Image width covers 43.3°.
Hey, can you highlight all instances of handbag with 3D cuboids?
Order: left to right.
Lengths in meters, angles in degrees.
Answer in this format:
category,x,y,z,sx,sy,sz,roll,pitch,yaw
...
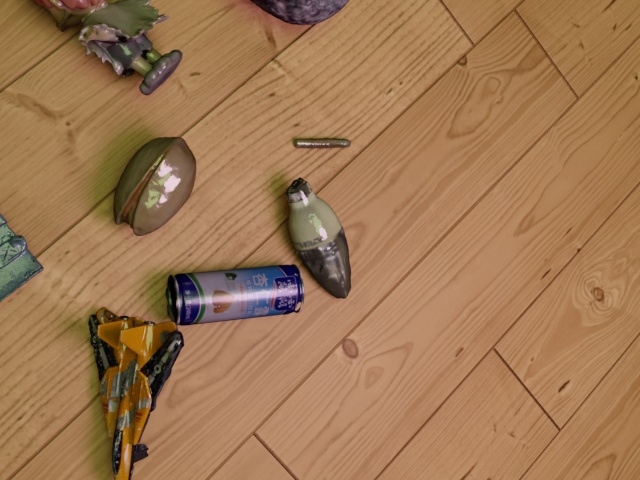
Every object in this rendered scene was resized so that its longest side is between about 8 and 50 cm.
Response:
category,x,y,z,sx,sy,sz,roll,pitch,yaw
handbag,-0.583,0.004,1.312,0.179,0.062,0.229,-43,102,-21

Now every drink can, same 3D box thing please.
category,x,y,z,sx,sy,sz,roll,pitch,yaw
drink can,-0.154,0.097,1.453,0.235,0.097,0.097,-4,89,-20

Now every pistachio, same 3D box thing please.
category,x,y,z,sx,sy,sz,roll,pitch,yaw
pistachio,-0.287,-0.096,1.395,0.124,0.124,0.185,32,75,-17

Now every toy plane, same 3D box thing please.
category,x,y,z,sx,sy,sz,roll,pitch,yaw
toy plane,-0.319,0.281,1.374,0.103,0.204,0.316,-20,114,-59

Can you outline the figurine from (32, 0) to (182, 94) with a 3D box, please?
category,x,y,z,sx,sy,sz,roll,pitch,yaw
figurine,-0.405,-0.412,1.358,0.387,0.166,0.207,43,40,-12

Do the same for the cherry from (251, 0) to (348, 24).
category,x,y,z,sx,sy,sz,roll,pitch,yaw
cherry,-0.050,-0.536,1.463,0.296,0.218,0.255,46,69,-27

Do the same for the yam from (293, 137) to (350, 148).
category,x,y,z,sx,sy,sz,roll,pitch,yaw
yam,0.005,-0.189,1.567,0.116,0.021,0.021,-2,88,-21

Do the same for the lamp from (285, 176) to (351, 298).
category,x,y,z,sx,sy,sz,roll,pitch,yaw
lamp,0.000,0.000,1.519,0.101,0.101,0.250,-33,111,-19
